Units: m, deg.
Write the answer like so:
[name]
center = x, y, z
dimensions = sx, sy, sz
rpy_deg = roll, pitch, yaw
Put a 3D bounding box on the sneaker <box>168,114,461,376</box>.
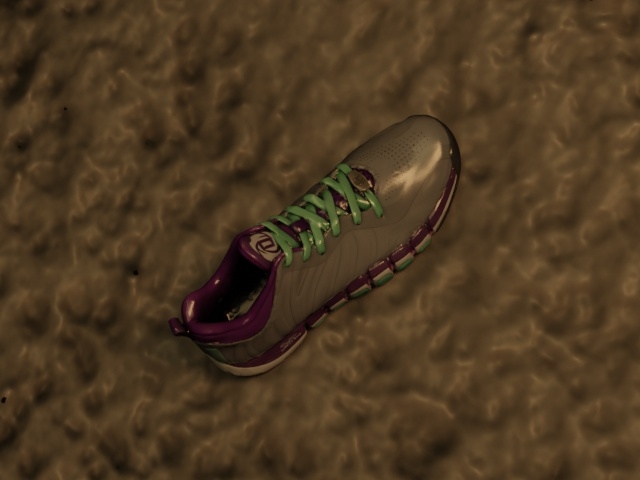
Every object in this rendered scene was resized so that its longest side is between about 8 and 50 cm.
[sneaker]
center = 0.000, 0.000, 1.311
dimensions = 0.224, 0.098, 0.083
rpy_deg = -47, 66, 4
